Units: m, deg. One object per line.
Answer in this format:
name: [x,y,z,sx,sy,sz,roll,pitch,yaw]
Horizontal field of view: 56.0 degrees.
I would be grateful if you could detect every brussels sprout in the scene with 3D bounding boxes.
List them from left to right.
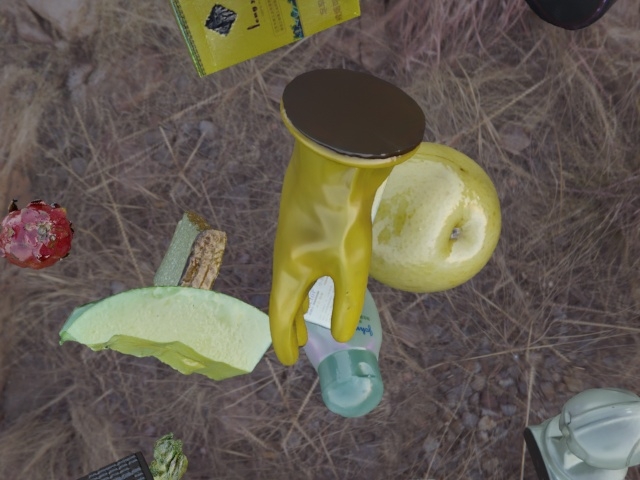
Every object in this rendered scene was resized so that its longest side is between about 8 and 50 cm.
brussels sprout: [-0.238,0.353,0.960,0.058,0.085,0.085,20,86,-17]

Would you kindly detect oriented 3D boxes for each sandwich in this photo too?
sandwich: [-0.303,0.057,1.395,0.087,0.251,0.226,25,91,-24]

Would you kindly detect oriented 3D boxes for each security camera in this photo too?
security camera: [0.560,0.404,1.226,0.191,0.277,0.197,-3,48,-5]

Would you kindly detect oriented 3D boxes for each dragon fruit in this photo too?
dragon fruit: [-0.535,-0.006,1.134,0.165,0.133,0.136,-23,56,27]

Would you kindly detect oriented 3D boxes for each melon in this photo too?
melon: [-0.246,0.139,0.975,0.196,0.323,0.124,-34,46,40]

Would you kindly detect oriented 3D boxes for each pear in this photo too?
pear: [0.216,-0.051,1.336,0.348,0.348,0.349,-3,79,17]

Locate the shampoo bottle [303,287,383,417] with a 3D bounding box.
shampoo bottle: [0.055,0.255,1.454,0.151,0.221,0.350,-57,31,40]

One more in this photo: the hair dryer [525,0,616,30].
hair dryer: [0.149,-0.266,0.357,0.114,0.248,0.070,-45,34,-22]

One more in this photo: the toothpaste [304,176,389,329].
toothpaste: [0.032,-0.011,0.997,0.071,0.089,0.313,6,74,61]

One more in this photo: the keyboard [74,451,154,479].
keyboard: [-0.146,0.209,0.446,0.063,0.198,0.010,-22,104,-23]

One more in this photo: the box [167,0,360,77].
box: [-0.079,-0.362,0.894,0.278,0.153,0.041,-23,48,-6]

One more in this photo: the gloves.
gloves: [0.000,-0.001,0.570,0.116,0.295,0.133,18,43,4]

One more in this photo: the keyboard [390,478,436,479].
keyboard: [0.064,0.288,0.664,0.166,0.017,0.055,-29,28,50]
